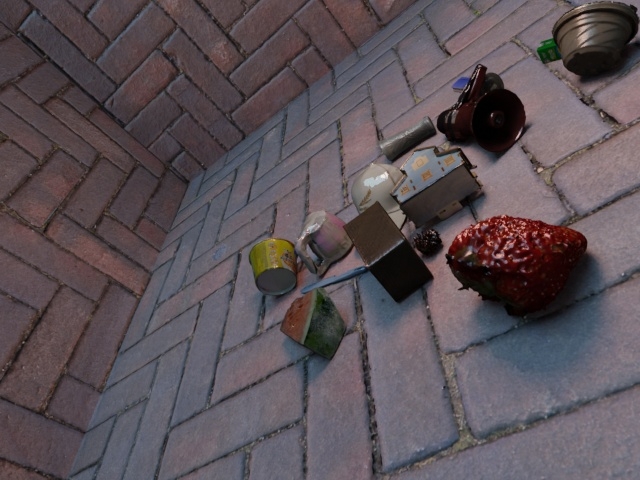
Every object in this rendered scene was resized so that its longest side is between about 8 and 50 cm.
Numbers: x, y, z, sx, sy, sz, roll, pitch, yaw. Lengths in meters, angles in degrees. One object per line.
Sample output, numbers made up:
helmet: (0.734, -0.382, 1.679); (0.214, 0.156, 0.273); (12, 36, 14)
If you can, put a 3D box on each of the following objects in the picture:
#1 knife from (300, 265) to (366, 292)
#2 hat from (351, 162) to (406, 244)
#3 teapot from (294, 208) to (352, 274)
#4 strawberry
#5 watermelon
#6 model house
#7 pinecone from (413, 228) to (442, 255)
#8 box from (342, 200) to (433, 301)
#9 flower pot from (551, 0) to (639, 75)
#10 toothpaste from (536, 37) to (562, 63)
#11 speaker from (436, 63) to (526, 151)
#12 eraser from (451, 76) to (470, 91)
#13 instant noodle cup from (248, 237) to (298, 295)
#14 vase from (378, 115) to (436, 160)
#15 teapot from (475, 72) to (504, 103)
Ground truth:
knife: (0.038, 0.141, 1.648); (0.313, 0.019, 0.044); (-24, 28, 34)
hat: (0.177, -0.122, 1.647); (0.258, 0.168, 0.301); (-10, 49, 51)
teapot: (-0.003, -0.007, 1.718); (0.221, 0.178, 0.163); (-45, 29, 3)
strawberry: (0.444, 0.035, 1.054); (0.257, 0.261, 0.261); (-57, 31, -6)
watermelon: (-0.041, 0.267, 1.501); (0.257, 0.140, 0.192); (-16, 45, 56)
model house: (0.361, -0.192, 1.485); (0.271, 0.178, 0.206); (-37, 36, 21)
pinecone: (0.327, 0.002, 1.399); (0.083, 0.077, 0.077); (-33, 27, -12)
box: (0.202, 0.029, 1.413); (0.143, 0.184, 0.273); (-36, 31, 8)
flower pot: (0.828, -0.596, 1.402); (0.236, 0.236, 0.140); (-1, 75, 51)
toothpaste: (0.873, -0.666, 1.548); (0.267, 0.065, 0.050); (6, 60, 54)
speaker: (0.517, -0.456, 1.573); (0.198, 0.259, 0.329); (-13, 23, -12)
eraser: (0.594, -0.648, 1.915); (0.063, 0.027, 0.084); (-43, 29, 2)
instant noodle cup: (-0.181, 0.108, 1.795); (0.205, 0.205, 0.153); (-34, 37, 19)
vase: (0.355, -0.419, 1.872); (0.219, 0.096, 0.096); (-28, 34, 23)
teapot: (0.610, -0.536, 1.710); (0.111, 0.149, 0.108); (-12, 6, -17)
